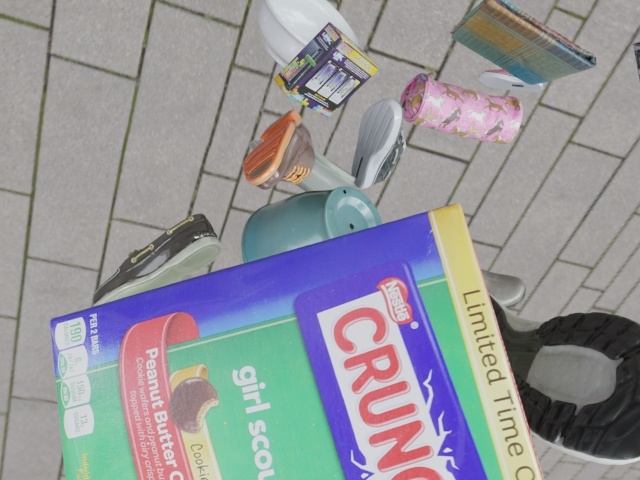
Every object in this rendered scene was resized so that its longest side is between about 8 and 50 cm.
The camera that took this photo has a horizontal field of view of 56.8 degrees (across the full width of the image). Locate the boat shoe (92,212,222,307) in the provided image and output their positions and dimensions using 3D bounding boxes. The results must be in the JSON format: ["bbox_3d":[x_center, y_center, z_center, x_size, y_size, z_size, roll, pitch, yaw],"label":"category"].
[{"bbox_3d":[-0.260,0.040,0.921,0.228,0.068,0.081,-30,157,5],"label":"boat shoe"}]

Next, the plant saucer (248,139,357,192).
[{"bbox_3d":[-0.013,-0.197,1.696,0.401,0.400,0.100,31,98,-27],"label":"plant saucer"}]

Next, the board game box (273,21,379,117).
[{"bbox_3d":[0.015,-0.308,1.092,0.141,0.048,0.170,-42,160,18],"label":"board game box"}]

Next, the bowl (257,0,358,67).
[{"bbox_3d":[-0.054,-0.537,1.556,0.298,0.297,0.134,27,132,-25],"label":"bowl"}]

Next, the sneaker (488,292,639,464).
[{"bbox_3d":[0.252,0.166,0.669,0.182,0.410,0.158,31,83,-18],"label":"sneaker"}]

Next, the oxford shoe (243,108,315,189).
[{"bbox_3d":[-0.068,-0.182,1.293,0.130,0.363,0.132,-32,109,23],"label":"oxford shoe"}]

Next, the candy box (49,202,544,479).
[{"bbox_3d":[-0.014,0.151,0.430,0.317,0.268,0.122,-16,165,9],"label":"candy box"}]

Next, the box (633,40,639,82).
[{"bbox_3d":[0.773,-0.282,1.160,0.243,0.076,0.307,-20,114,9],"label":"box"}]

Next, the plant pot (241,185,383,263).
[{"bbox_3d":[0.000,0.000,1.378,0.272,0.271,0.255,35,142,-28],"label":"plant pot"}]

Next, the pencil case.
[{"bbox_3d":[0.452,-0.418,1.887,0.386,0.160,0.167,10,109,-19],"label":"pencil case"}]

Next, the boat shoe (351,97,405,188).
[{"bbox_3d":[0.178,-0.280,1.678,0.119,0.121,0.335,-17,155,-23],"label":"boat shoe"}]

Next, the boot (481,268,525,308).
[{"bbox_3d":[0.285,0.059,1.181,0.247,0.083,0.161,4,138,16],"label":"boot"}]

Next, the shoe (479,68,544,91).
[{"bbox_3d":[0.541,-0.472,1.667,0.178,0.081,0.063,11,166,11],"label":"shoe"}]

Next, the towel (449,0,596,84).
[{"bbox_3d":[0.455,-0.455,1.375,0.272,0.370,0.040,30,98,-4],"label":"towel"}]
